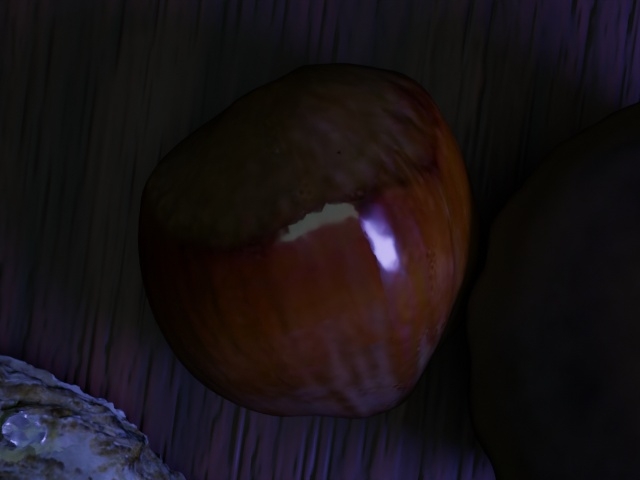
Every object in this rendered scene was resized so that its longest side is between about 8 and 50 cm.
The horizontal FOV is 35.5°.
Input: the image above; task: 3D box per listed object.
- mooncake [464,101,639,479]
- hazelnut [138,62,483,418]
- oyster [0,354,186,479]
[{"bbox_3d":[0.231,0.068,0.567,0.290,0.161,0.290,-6,75,24],"label":"mooncake"},{"bbox_3d":[0.005,0.003,0.579,0.210,0.186,0.210,4,64,-8],"label":"hazelnut"},{"bbox_3d":[-0.198,0.173,0.614,0.267,0.112,0.198,35,68,2],"label":"oyster"}]
